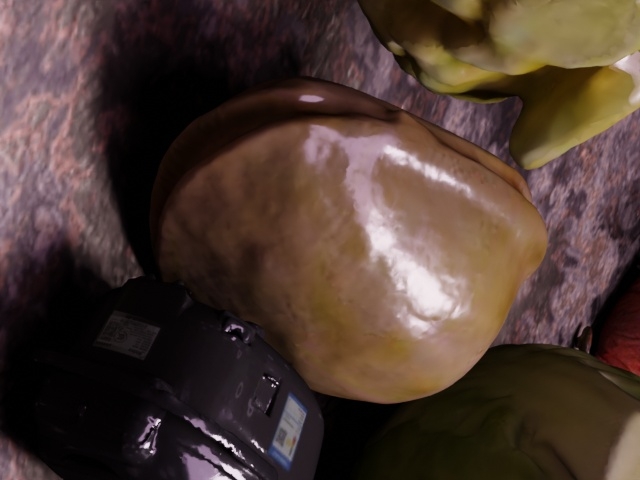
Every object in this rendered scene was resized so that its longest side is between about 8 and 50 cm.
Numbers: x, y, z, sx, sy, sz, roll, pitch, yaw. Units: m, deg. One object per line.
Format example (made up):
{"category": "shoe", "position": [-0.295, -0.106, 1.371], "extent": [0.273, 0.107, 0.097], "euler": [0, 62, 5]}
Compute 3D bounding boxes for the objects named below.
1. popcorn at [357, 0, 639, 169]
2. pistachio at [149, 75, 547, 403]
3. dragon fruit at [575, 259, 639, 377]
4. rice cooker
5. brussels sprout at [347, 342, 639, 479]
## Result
{"category": "popcorn", "position": [0.143, -0.226, 1.134], "extent": [0.334, 0.292, 0.294], "euler": [-37, 94, -39]}
{"category": "pistachio", "position": [0.000, 0.000, 1.122], "extent": [0.212, 0.163, 0.260], "euler": [-37, 135, 20]}
{"category": "dragon fruit", "position": [0.356, 0.130, 1.725], "extent": [0.218, 0.148, 0.224], "euler": [-43, 125, -32]}
{"category": "rice cooker", "position": [-0.078, 0.104, 1.078], "extent": [0.118, 0.142, 0.203], "euler": [-66, 149, -18]}
{"category": "brussels sprout", "position": [0.162, 0.218, 1.369], "extent": [0.281, 0.289, 0.354], "euler": [-41, -177, -24]}
